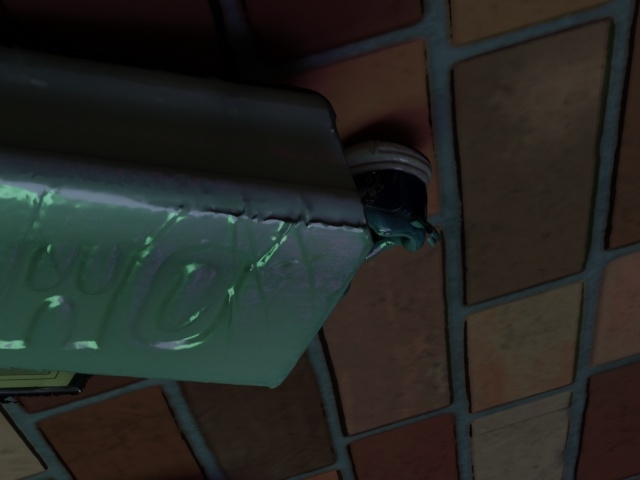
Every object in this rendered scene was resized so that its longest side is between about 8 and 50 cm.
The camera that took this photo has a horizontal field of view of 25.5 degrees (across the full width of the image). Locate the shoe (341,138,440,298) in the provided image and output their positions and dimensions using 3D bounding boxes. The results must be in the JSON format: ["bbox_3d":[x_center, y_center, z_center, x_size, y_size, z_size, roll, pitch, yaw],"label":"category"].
[{"bbox_3d":[0.000,0.000,0.776,0.143,0.071,0.064,-24,149,19],"label":"shoe"}]

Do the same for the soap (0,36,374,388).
[{"bbox_3d":[-0.117,-0.008,0.641,0.261,0.094,0.150,6,136,-23],"label":"soap"}]

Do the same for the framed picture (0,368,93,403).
[{"bbox_3d":[-0.197,0.043,0.801,0.199,0.010,0.195,2,144,-30],"label":"framed picture"}]
